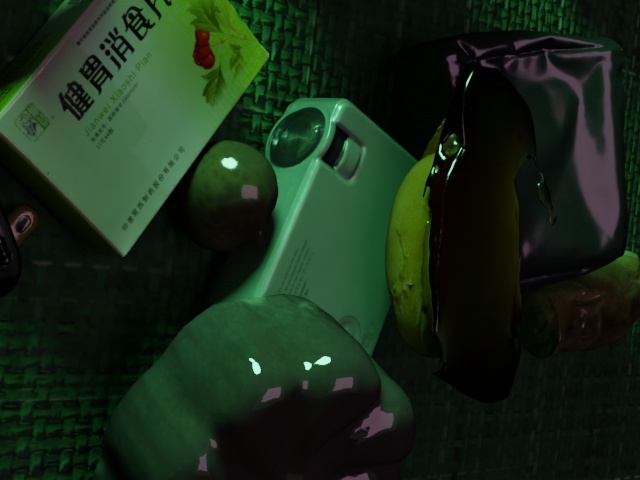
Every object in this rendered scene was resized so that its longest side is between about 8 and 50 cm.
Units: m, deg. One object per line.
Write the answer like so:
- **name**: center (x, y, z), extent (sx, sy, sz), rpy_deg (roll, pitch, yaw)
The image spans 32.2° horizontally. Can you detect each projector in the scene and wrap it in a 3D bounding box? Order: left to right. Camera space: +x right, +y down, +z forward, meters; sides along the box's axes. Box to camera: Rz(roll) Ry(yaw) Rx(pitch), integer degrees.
- **projector**: center (0.000, 0.000, 1.172), extent (0.192, 0.099, 0.257), rpy_deg (36, 71, -42)

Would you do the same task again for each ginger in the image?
- **ginger**: center (0.374, 0.094, 1.545), extent (0.263, 0.109, 0.116), rpy_deg (-17, 133, -42)

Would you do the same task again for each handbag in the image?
- **handbag**: center (0.225, -0.100, 1.329), extent (0.275, 0.178, 0.302), rpy_deg (-11, 101, -28)

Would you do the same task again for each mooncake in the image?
- **mooncake**: center (-0.058, 0.208, 1.037), extent (0.306, 0.154, 0.306), rpy_deg (-14, 120, -25)

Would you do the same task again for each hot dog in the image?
- **hot dog**: center (0.143, -0.004, 1.168), extent (0.194, 0.107, 0.326), rpy_deg (24, 76, -42)

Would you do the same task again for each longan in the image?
- **longan**: center (-0.090, -0.041, 1.071), extent (0.092, 0.113, 0.113), rpy_deg (6, 90, -69)

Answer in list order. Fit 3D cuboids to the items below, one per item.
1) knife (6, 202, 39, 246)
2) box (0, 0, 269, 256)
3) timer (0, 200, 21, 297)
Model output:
- **knife**: center (-0.340, 0.074, 0.902), extent (0.298, 0.017, 0.047), rpy_deg (-52, 125, -22)
- **box**: center (-0.176, -0.139, 1.006), extent (0.175, 0.062, 0.260), rpy_deg (50, 62, -36)
- **timer**: center (-0.336, 0.006, 0.851), extent (0.187, 0.055, 0.144), rpy_deg (-25, 116, -22)
